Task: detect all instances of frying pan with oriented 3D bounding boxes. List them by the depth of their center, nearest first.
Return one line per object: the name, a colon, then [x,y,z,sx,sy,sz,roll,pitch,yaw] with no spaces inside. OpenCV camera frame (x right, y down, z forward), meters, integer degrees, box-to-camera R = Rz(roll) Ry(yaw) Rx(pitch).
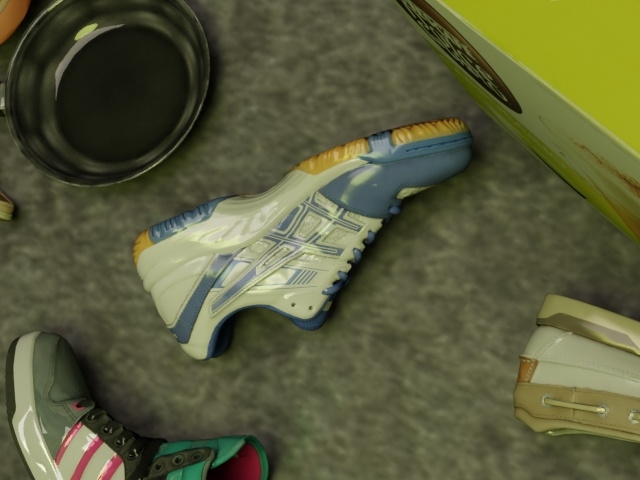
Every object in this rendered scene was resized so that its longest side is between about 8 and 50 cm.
frying pan: [-0.244,-0.110,1.309,0.326,0.053,0.197,-27,69,9]

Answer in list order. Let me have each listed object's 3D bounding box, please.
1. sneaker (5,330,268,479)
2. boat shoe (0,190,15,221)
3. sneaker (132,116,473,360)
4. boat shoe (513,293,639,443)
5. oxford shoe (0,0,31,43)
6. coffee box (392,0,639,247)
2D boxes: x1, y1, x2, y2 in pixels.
sneaker: [-0.137,0.178,1.170,0.178,0.124,0.295,-26,67,8]
boat shoe: [-0.325,-0.064,1.331,0.135,0.050,0.045,33,95,23]
sneaker: [0.000,0.000,1.192,0.296,0.112,0.131,-24,88,14]
boat shoe: [0.282,0.136,1.051,0.302,0.113,0.103,20,85,33]
oxford shoe: [-0.317,-0.356,1.339,0.130,0.132,0.363,-10,62,17]
coffee box: [0.276,-0.179,0.978,0.338,0.334,0.337,-47,58,3]
